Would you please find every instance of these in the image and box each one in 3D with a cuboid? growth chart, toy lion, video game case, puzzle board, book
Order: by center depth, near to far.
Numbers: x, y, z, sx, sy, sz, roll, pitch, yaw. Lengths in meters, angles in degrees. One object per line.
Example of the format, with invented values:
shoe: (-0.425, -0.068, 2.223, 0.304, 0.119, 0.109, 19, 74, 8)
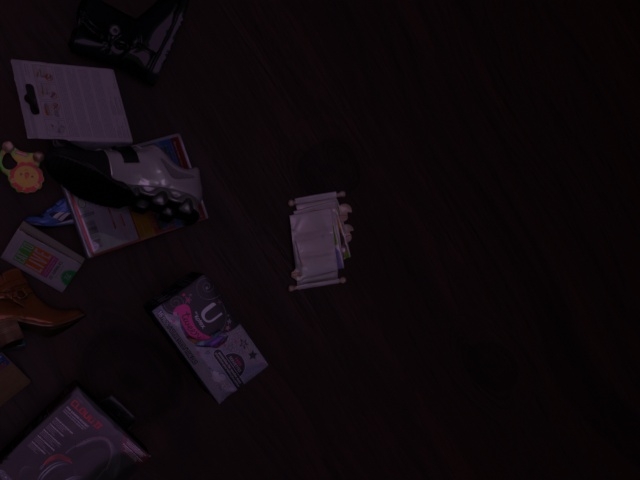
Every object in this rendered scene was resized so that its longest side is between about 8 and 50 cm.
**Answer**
puzzle board: (-0.673, 0.299, 1.575, 0.128, 0.011, 0.096, -40, 125, -15)
book: (-0.577, 0.037, 1.606, 0.144, 0.035, 0.096, 33, 119, -16)
toy lion: (-0.626, -0.149, 1.619, 0.100, 0.034, 0.096, 19, 89, -19)
video game case: (-0.403, -0.101, 1.677, 0.285, 0.025, 0.204, -21, 96, -30)
growth chart: (0.000, 0.000, 1.855, 0.171, 0.021, 0.237, -2, 89, -21)

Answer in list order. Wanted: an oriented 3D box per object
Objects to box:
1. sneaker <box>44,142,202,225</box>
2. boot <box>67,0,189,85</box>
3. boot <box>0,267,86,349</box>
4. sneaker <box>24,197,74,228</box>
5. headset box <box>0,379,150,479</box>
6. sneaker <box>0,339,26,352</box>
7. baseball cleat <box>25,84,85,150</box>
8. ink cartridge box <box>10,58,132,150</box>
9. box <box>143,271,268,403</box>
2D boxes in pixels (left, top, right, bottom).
sneaker: (-0.403, -0.146, 1.613, 0.330, 0.122, 0.146, 19, 58, -27)
boot: (-0.413, -0.484, 1.674, 0.207, 0.094, 0.247, 24, 86, -22)
boot: (-0.596, 0.127, 1.596, 0.197, 0.073, 0.152, -13, 71, -45)
sneaker: (-0.552, -0.058, 1.631, 0.144, 0.053, 0.059, -12, 93, -29)
headset box: (-0.515, 0.449, 1.596, 0.293, 0.110, 0.218, -45, 103, -16)
sneaker: (-0.689, 0.216, 1.572, 0.166, 0.065, 0.076, 7, 116, -30)
baseball cleat: (-0.549, -0.261, 1.609, 0.206, 0.072, 0.109, 42, 31, -15)
ink cartridge box: (-0.514, -0.273, 1.587, 0.224, 0.056, 0.181, -5, 71, -40)
box: (-0.249, 0.204, 1.677, 0.142, 0.163, 0.247, -37, 101, -16)
